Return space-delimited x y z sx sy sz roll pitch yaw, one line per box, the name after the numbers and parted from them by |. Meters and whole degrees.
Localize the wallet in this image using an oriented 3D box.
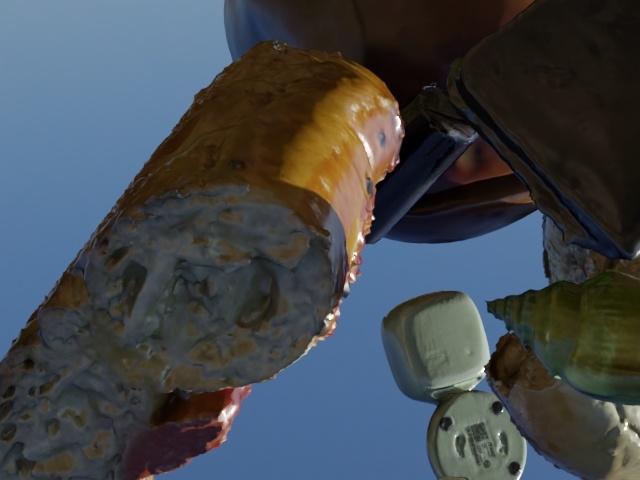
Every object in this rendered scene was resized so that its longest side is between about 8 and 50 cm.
0.269 -0.141 1.237 0.377 0.051 0.197 -35 -111 -25 | wallet

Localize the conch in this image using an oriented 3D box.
0.209 0.070 1.206 0.201 0.079 0.095 15 -126 35 | conch

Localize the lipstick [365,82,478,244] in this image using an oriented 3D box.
0.000 0.000 1.613 0.077 0.077 0.418 -28 168 -47 | lipstick

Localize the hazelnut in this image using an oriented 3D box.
0.100 -0.215 1.780 0.402 0.402 0.429 -15 -144 -13 | hazelnut

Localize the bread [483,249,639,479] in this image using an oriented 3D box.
0.287 0.128 1.688 0.171 0.192 0.314 -19 -160 36 | bread

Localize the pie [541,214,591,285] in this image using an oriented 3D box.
0.314 0.055 2.047 0.055 0.274 0.274 -7 -165 -9 | pie

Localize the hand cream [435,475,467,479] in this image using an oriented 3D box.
0.134 0.361 1.948 0.050 0.205 0.078 11 -159 9 | hand cream

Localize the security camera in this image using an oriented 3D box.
0.184 0.219 2.434 0.157 0.301 0.080 -14 172 -30 | security camera

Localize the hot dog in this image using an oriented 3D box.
-0.084 0.016 1.370 0.367 0.196 0.365 -47 -168 32 | hot dog
